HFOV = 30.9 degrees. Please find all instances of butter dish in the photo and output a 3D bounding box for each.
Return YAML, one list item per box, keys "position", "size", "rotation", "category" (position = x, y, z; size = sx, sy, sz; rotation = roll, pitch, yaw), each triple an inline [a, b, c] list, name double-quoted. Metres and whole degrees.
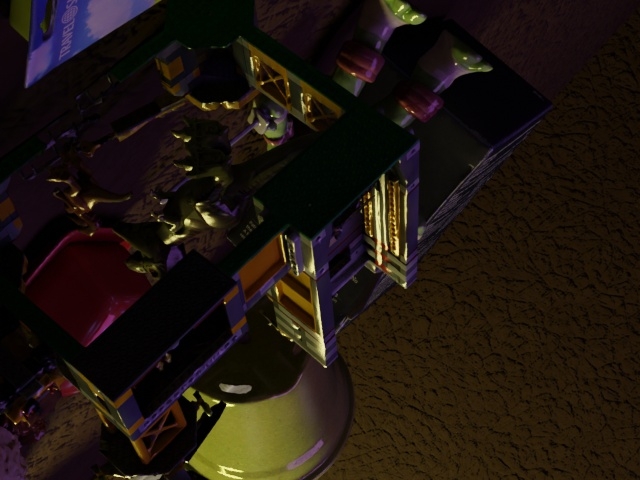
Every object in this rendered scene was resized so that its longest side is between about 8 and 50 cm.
- position: [-0.193, 0.076, 0.959]
  size: [0.160, 0.118, 0.160]
  rotation: [-49, 172, 8]
  category: "butter dish"

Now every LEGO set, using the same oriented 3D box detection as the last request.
- position: [-0.087, 0.013, 0.761]
  size: [0.331, 0.255, 0.192]
  rotation: [-51, 157, -25]
  category: "LEGO set"

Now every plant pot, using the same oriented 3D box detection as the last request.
- position: [-0.090, 0.173, 1.526]
  size: [0.276, 0.276, 0.254]
  rotation: [-44, 160, -20]
  category: "plant pot"

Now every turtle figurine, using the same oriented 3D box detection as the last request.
- position: [0.037, -0.088, 1.084]
  size: [0.266, 0.198, 0.275]
  rotation: [-53, 174, 13]
  category: "turtle figurine"

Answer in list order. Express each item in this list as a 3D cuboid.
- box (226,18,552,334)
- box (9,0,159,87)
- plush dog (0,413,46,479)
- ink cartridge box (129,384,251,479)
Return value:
- position: [0.089, -0.087, 1.366]
  size: [0.294, 0.183, 0.296]
  rotation: [-50, 172, 26]
  category: "box"
- position: [-0.096, -0.165, 0.605]
  size: [0.178, 0.042, 0.109]
  rotation: [-42, 169, -31]
  category: "box"
- position: [-0.303, 0.249, 0.958]
  size: [0.262, 0.211, 0.225]
  rotation: [-33, 119, -45]
  category: "plush dog"
- position: [-0.233, 0.318, 2.001]
  size: [0.330, 0.071, 0.324]
  rotation: [-44, 172, 2]
  category: "ink cartridge box"
